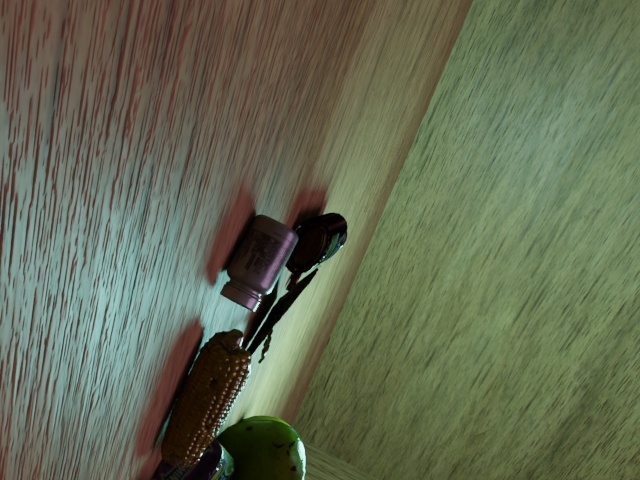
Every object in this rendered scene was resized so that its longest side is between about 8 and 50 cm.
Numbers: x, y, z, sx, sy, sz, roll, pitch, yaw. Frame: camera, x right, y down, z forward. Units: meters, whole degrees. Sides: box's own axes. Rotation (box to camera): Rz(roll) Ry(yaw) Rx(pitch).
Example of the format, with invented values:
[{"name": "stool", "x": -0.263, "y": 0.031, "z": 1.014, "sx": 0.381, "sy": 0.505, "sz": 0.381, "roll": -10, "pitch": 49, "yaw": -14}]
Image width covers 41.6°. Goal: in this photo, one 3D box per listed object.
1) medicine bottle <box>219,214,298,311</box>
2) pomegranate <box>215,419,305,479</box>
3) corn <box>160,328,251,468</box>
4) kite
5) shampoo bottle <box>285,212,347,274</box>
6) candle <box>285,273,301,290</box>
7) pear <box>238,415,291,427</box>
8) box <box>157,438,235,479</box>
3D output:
[{"name": "medicine bottle", "x": -0.098, "y": 0.036, "z": 1.318, "sx": 0.140, "sy": 0.079, "sz": 0.079, "roll": -63, "pitch": 172, "yaw": -9}, {"name": "pomegranate", "x": -0.192, "y": 0.555, "z": 2.021, "sx": 0.310, "sy": 0.216, "sz": 0.358, "roll": -66, "pitch": -158, "yaw": 8}, {"name": "corn", "x": -0.191, "y": 0.265, "z": 1.408, "sx": 0.262, "sy": 0.097, "sz": 0.097, "roll": -64, "pitch": 172, "yaw": 11}, {"name": "kite", "x": -0.101, "y": 0.175, "z": 1.772, "sx": 0.335, "sy": 0.011, "sz": 0.314, "roll": -52, "pitch": -172, "yaw": 14}, {"name": "shampoo bottle", "x": 0.000, "y": 0.000, "z": 1.836, "sx": 0.129, "sy": 0.084, "sz": 0.323, "roll": -60, "pitch": 173, "yaw": 8}, {"name": "candle", "x": -0.035, "y": 0.048, "z": 1.994, "sx": 0.167, "sy": 0.021, "sz": 0.026, "roll": -60, "pitch": 172, "yaw": -25}, {"name": "pear", "x": -0.142, "y": 0.583, "z": 2.322, "sx": 0.187, "sy": 0.219, "sz": 0.187, "roll": 24, "pitch": 90, "yaw": -85}, {"name": "box", "x": -0.245, "y": 0.463, "z": 1.700, "sx": 0.134, "sy": 0.097, "sz": 0.345, "roll": -53, "pitch": 170, "yaw": -15}]
